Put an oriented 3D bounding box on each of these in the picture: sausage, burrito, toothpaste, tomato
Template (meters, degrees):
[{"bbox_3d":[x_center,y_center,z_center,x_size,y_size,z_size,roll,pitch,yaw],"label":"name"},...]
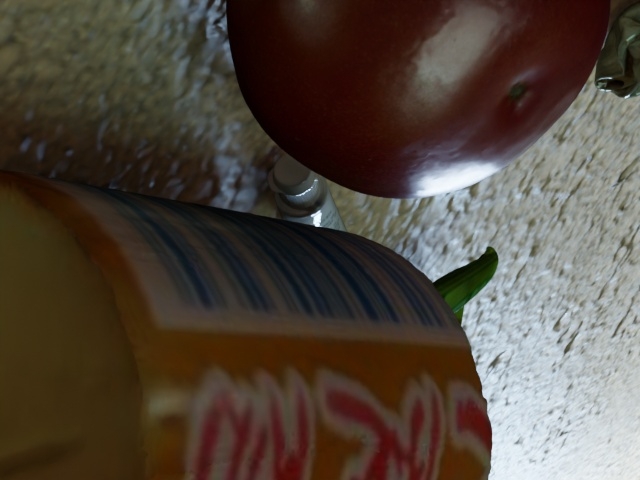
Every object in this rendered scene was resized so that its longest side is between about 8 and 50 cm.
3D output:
[{"bbox_3d":[-0.078,0.092,0.674,0.233,0.233,0.287,-52,152,16],"label":"sausage"},{"bbox_3d":[0.280,-0.145,1.004,0.275,0.059,0.082,-17,135,-41],"label":"burrito"},{"bbox_3d":[0.000,0.000,0.865,0.048,0.031,0.190,-42,156,-10],"label":"toothpaste"},{"bbox_3d":[0.049,-0.105,0.667,0.195,0.136,0.195,-31,150,-21],"label":"tomato"}]

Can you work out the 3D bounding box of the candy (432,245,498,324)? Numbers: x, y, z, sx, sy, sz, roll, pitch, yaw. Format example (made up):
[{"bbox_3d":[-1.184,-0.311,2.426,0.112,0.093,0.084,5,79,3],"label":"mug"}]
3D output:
[{"bbox_3d":[0.050,0.109,1.037,0.149,0.069,0.246,-33,146,-29],"label":"candy"}]
